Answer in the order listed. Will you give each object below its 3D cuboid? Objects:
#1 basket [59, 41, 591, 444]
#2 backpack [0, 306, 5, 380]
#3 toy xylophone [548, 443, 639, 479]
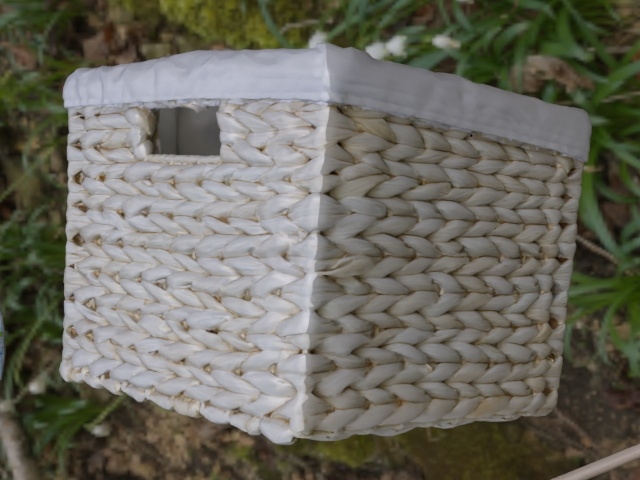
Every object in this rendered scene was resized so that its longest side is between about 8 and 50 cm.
[{"bbox_3d":[0.000,0.000,0.883,0.328,0.331,0.266,5,92,45],"label":"basket"},{"bbox_3d":[-0.332,0.080,0.962,0.114,0.084,0.105,49,139,44],"label":"backpack"},{"bbox_3d":[0.259,0.260,0.821,0.236,0.323,0.081,-108,2,-65],"label":"toy xylophone"}]
